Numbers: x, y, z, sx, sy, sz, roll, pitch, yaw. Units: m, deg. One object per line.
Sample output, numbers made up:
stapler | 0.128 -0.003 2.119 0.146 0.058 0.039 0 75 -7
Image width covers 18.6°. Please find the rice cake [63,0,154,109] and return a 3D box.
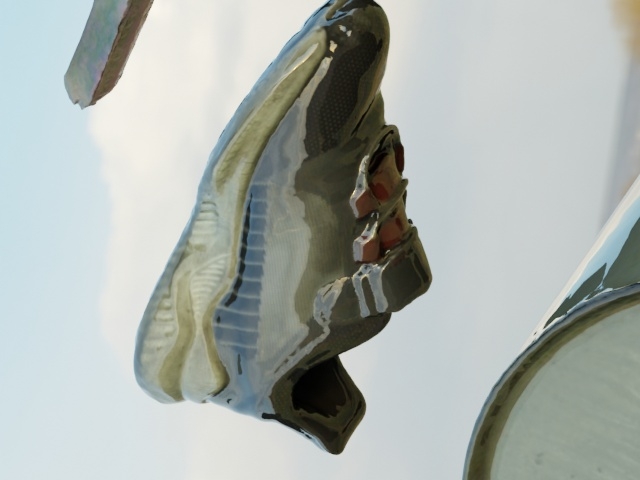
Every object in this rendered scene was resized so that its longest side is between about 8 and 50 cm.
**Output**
rice cake | -0.118 -0.170 1.256 0.047 0.036 0.207 -28 -27 -52

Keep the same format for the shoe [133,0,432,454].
shoe | 0.000 0.000 0.857 0.227 0.112 0.099 -62 -7 35

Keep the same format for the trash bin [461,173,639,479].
trash bin | 0.252 0.000 0.669 0.432 0.280 0.280 -46 -32 -43
